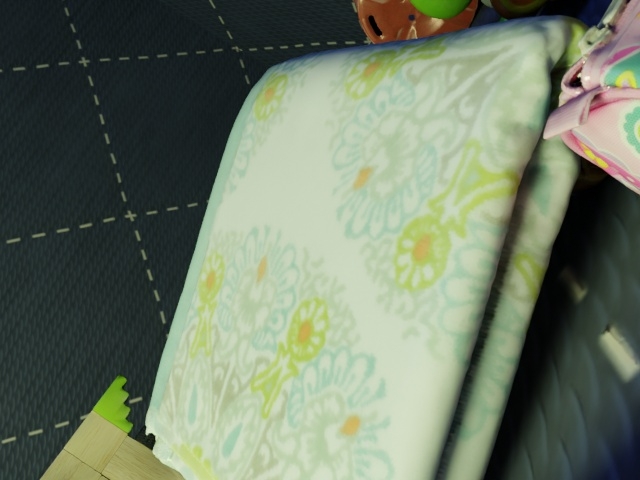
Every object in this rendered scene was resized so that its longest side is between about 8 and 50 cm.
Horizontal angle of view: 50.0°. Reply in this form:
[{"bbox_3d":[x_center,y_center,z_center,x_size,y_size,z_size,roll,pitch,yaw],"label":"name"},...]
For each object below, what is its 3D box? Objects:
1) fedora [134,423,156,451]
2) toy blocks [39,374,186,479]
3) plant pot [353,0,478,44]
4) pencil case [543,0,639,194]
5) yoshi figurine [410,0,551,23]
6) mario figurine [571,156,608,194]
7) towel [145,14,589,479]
[{"bbox_3d":[-0.204,0.300,1.114,0.334,0.152,0.334,-58,9,15],"label":"fedora"},{"bbox_3d":[-0.226,0.379,0.725,0.381,0.261,0.191,-57,4,-29],"label":"toy blocks"},{"bbox_3d":[0.167,-0.469,1.233,0.272,0.272,0.265,-54,19,34],"label":"plant pot"},{"bbox_3d":[0.214,-0.143,0.310,0.284,0.124,0.124,-60,9,-4],"label":"pencil case"},{"bbox_3d":[0.188,-0.338,0.851,0.362,0.203,0.203,-68,0,-74],"label":"yoshi figurine"},{"bbox_3d":[0.072,-0.042,0.582,0.198,0.170,0.320,-34,-3,-39],"label":"mario figurine"},{"bbox_3d":[0.007,0.039,0.492,0.320,0.090,0.374,16,89,55],"label":"towel"}]
